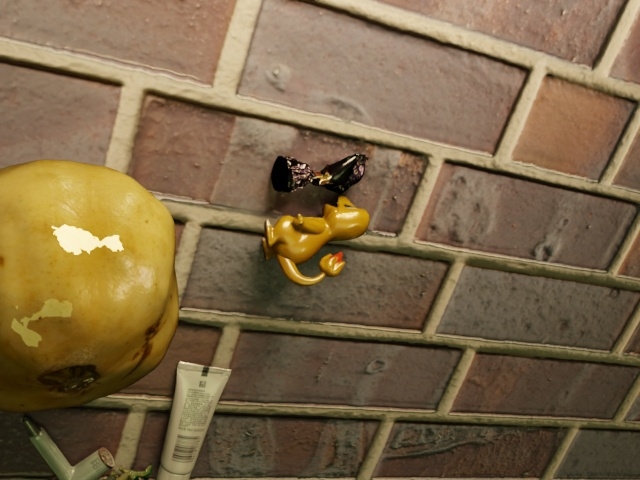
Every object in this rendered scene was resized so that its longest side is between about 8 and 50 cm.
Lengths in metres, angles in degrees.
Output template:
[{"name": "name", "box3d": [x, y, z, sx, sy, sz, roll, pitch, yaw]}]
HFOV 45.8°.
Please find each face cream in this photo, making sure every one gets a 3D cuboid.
[{"name": "face cream", "box3d": [-0.230, 0.322, 1.310, 0.092, 0.058, 0.243, 12, 107, -21]}]

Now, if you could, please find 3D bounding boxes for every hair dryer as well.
[{"name": "hair dryer", "box3d": [-0.458, 0.361, 1.249, 0.155, 0.044, 0.183, -36, 120, -1]}]

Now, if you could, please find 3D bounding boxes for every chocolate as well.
[{"name": "chocolate", "box3d": [0.002, -0.099, 1.162, 0.147, 0.070, 0.072, 0, 145, -22]}]

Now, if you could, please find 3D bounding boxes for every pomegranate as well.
[{"name": "pomegranate", "box3d": [-0.335, 0.051, 0.963, 0.333, 0.332, 0.332, -10, 121, -17]}]

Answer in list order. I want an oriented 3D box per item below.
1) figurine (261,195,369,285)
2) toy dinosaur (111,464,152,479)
[{"name": "figurine", "box3d": [0.003, 0.002, 1.181, 0.176, 0.122, 0.121, -24, 158, -16]}, {"name": "toy dinosaur", "box3d": [-0.353, 0.432, 1.338, 0.120, 0.029, 0.060, -38, 140, 3]}]
